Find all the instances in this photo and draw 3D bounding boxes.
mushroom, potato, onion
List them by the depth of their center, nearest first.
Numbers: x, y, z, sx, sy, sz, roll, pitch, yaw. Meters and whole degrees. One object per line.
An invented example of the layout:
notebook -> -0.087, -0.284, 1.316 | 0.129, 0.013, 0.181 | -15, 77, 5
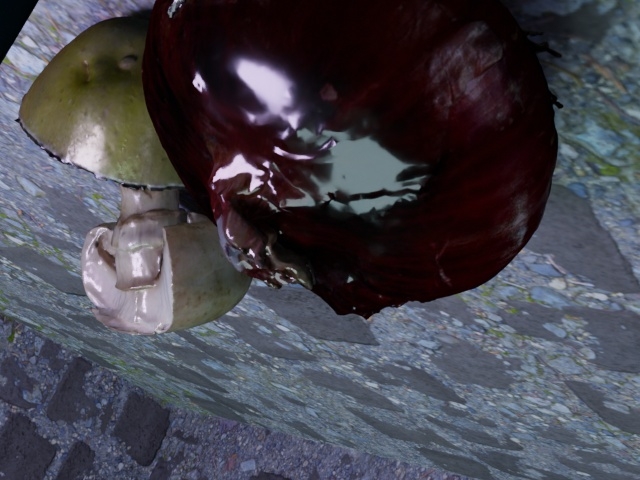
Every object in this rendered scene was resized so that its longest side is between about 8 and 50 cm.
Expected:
onion -> 0.000, -0.074, 0.563 | 0.314, 0.232, 0.314 | 33, 150, 22
potato -> -0.165, -0.139, 0.730 | 0.202, 0.182, 0.117 | 32, 126, 25
mushroom -> -0.192, 0.018, 1.085 | 0.254, 0.195, 0.189 | 1, -177, 43

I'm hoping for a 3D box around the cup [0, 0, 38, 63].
cup -> -0.214, -0.229, 0.325 | 0.308, 0.292, 0.242 | 20, 159, 8
